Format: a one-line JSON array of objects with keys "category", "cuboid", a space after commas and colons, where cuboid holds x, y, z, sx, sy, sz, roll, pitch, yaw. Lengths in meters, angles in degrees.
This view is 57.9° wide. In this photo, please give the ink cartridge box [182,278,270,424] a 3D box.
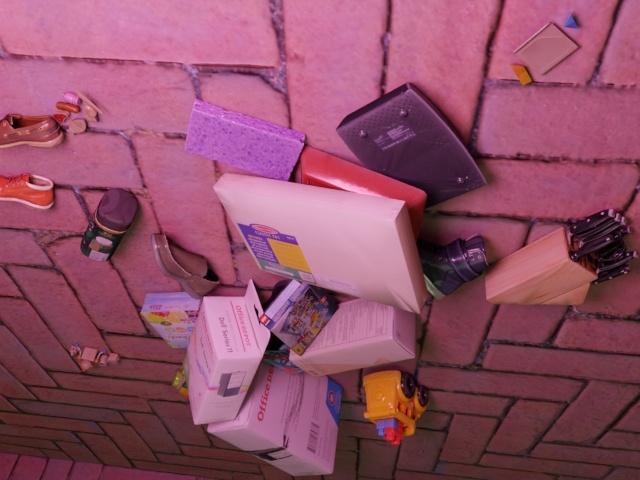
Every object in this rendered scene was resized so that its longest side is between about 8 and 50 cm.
[{"category": "ink cartridge box", "cuboid": [-0.252, 0.285, 1.491, 0.119, 0.207, 0.353, 3, 131, -28]}]

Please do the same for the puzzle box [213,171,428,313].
[{"category": "puzzle box", "cuboid": [0.000, 0.000, 1.153, 0.409, 0.052, 0.272, 13, 145, 31]}]

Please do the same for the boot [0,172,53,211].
[{"category": "boot", "cuboid": [-0.659, -0.122, 1.254, 0.158, 0.059, 0.084, 15, 139, -22]}]

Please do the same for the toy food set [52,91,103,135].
[{"category": "toy food set", "cuboid": [-0.459, -0.244, 1.086, 0.122, 0.019, 0.078, -13, 138, 37]}]

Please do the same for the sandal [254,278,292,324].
[{"category": "sandal", "cuboid": [-0.104, 0.180, 1.522, 0.097, 0.054, 0.254, 22, 140, -17]}]

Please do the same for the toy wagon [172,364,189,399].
[{"category": "toy wagon", "cuboid": [-0.371, 0.510, 1.987, 0.267, 0.068, 0.344, 23, 140, -17]}]

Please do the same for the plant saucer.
[{"category": "plant saucer", "cuboid": [0.065, -0.040, 1.143, 0.259, 0.047, 0.259, 24, 146, 17]}]

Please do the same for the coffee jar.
[{"category": "coffee jar", "cuboid": [-0.473, -0.034, 1.292, 0.079, 0.096, 0.184, 24, 139, -23]}]

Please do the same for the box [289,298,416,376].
[{"category": "box", "cuboid": [0.083, 0.244, 1.496, 0.311, 0.147, 0.121, -17, 136, 32]}]

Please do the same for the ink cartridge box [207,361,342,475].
[{"category": "ink cartridge box", "cuboid": [-0.121, 0.506, 1.755, 0.166, 0.285, 0.395, -20, 133, 33]}]

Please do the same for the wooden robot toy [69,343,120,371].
[{"category": "wooden robot toy", "cuboid": [-0.763, 0.404, 1.923, 0.173, 0.079, 0.076, 13, 142, -5]}]

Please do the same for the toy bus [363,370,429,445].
[{"category": "toy bus", "cuboid": [0.234, 0.531, 1.777, 0.150, 0.211, 0.220, -21, 135, 31]}]

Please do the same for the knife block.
[{"category": "knife block", "cuboid": [0.487, 0.034, 1.192, 0.276, 0.088, 0.242, 0, 140, 12]}]

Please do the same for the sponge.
[{"category": "sponge", "cuboid": [-0.144, -0.183, 1.088, 0.210, 0.031, 0.117, 16, 142, -10]}]

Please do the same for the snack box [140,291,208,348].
[{"category": "snack box", "cuboid": [-0.374, 0.227, 1.626, 0.175, 0.070, 0.207, -4, 142, 15]}]

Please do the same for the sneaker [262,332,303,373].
[{"category": "sneaker", "cuboid": [-0.101, 0.301, 1.610, 0.262, 0.104, 0.125, 18, 150, -27]}]

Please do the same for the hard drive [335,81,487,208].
[{"category": "hard drive", "cuboid": [0.166, -0.162, 1.033, 0.172, 0.054, 0.255, -23, 132, 35]}]

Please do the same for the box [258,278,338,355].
[{"category": "box", "cuboid": [-0.046, 0.175, 1.386, 0.044, 0.159, 0.233, 34, 168, 27]}]

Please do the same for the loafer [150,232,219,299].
[{"category": "loafer", "cuboid": [-0.322, 0.051, 1.392, 0.087, 0.094, 0.251, -25, 145, 4]}]

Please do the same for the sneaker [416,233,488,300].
[{"category": "sneaker", "cuboid": [0.252, 0.014, 1.223, 0.163, 0.086, 0.226, -33, 118, 30]}]

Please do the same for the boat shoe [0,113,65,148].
[{"category": "boat shoe", "cuboid": [-0.589, -0.217, 1.114, 0.178, 0.064, 0.060, 1, 137, 1]}]

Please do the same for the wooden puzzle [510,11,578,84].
[{"category": "wooden puzzle", "cuboid": [0.338, -0.288, 0.872, 0.079, 0.014, 0.116, 30, 138, -31]}]
